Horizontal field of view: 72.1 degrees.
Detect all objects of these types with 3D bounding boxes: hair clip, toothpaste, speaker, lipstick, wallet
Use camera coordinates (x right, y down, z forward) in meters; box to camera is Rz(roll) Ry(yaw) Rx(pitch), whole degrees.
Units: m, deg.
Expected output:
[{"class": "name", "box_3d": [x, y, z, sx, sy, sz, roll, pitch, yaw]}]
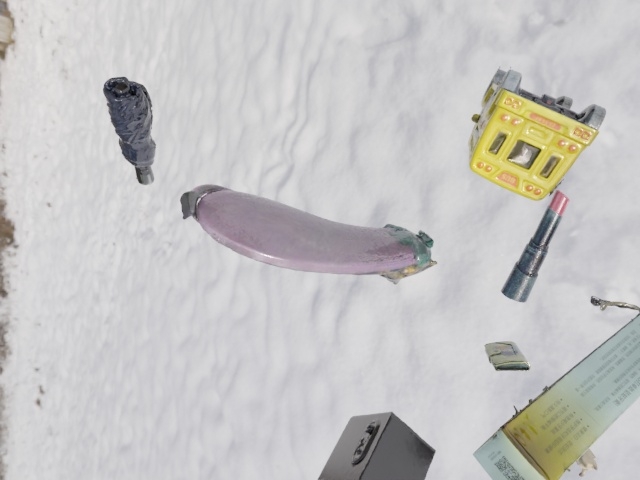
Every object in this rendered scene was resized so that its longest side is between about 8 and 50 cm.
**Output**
[{"class": "hair clip", "box_3d": [0.001, 0.001, 0.574, 0.096, 0.359, 0.110, -24, 56, 57]}, {"class": "toothpaste", "box_3d": [0.311, 0.169, 0.500, 0.071, 0.313, 0.089, 48, 148, 33]}, {"class": "speaker", "box_3d": [0.136, 0.623, 1.184, 0.254, 0.184, 0.232, -51, 5, -34]}, {"class": "lipstick", "box_3d": [0.433, 0.011, 0.882, 0.053, 0.054, 0.234, 40, 121, 51]}, {"class": "wallet", "box_3d": [0.592, 0.367, 1.406, 0.155, 0.111, 0.039, -46, -50, -77]}]

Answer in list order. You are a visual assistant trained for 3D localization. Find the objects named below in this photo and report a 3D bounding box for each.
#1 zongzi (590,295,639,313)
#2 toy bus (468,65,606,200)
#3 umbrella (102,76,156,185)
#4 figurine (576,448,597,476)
[{"class": "zongzi", "box_3d": [0.784, 0.137, 0.759, 0.447, 0.419, 0.181, -10, 92, 66]}, {"class": "toy bus", "box_3d": [0.320, -0.179, 0.708, 0.144, 0.330, 0.152, 27, 117, 8]}, {"class": "umbrella", "box_3d": [-0.286, -0.157, 0.698, 0.248, 0.071, 0.070, 109, 151, -62]}, {"class": "figurine", "box_3d": [0.663, 0.552, 1.121, 0.083, 0.047, 0.050, -73, 6, -50]}]
